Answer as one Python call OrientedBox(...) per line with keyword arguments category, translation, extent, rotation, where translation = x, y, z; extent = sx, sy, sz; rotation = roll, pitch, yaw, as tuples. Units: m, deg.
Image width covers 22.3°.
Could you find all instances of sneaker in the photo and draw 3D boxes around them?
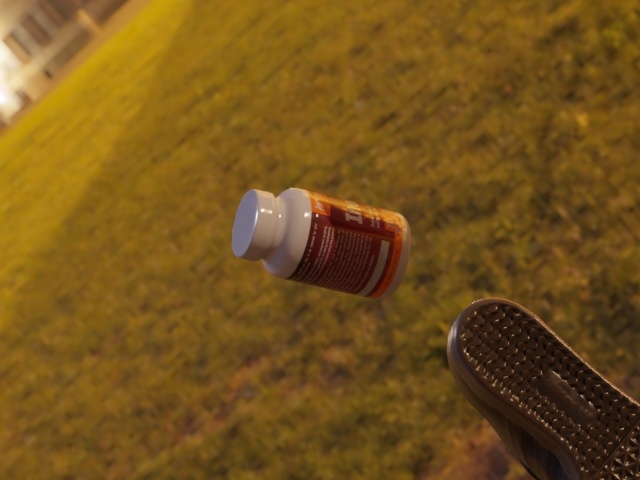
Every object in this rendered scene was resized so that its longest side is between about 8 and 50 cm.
OrientedBox(category="sneaker", translation=(0.138, 0.106, 0.829), extent=(0.066, 0.188, 0.071), rotation=(-38, -10, -9))

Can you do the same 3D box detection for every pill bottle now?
OrientedBox(category="pill bottle", translation=(0.000, 0.000, 1.502), extent=(0.086, 0.152, 0.086), rotation=(-167, 90, -69))
